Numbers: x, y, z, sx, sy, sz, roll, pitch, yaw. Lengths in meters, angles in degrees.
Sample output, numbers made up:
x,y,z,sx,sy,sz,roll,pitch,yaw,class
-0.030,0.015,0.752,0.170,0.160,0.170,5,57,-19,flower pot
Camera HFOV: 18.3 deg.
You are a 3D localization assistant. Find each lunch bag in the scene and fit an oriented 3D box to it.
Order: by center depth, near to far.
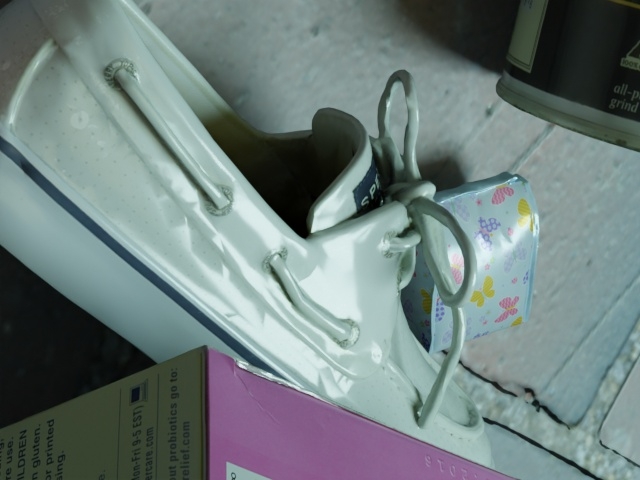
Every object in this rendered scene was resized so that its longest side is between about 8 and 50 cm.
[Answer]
x,y,z,sx,sy,sz,roll,pitch,yaw,class
0.072,0.007,1.015,0.071,0.053,0.083,-18,128,-30,lunch bag

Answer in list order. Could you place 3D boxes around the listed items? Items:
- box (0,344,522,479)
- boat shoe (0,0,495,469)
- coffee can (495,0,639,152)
x,y,z,sx,sy,sz,roll,pitch,yaw,class
-0.060,0.161,0.836,0.213,0.243,0.117,27,51,-42,box
-0.004,-0.005,0.885,0.156,0.136,0.367,-43,125,9,boat shoe
0.213,-0.181,0.952,0.202,0.201,0.275,2,106,-39,coffee can
